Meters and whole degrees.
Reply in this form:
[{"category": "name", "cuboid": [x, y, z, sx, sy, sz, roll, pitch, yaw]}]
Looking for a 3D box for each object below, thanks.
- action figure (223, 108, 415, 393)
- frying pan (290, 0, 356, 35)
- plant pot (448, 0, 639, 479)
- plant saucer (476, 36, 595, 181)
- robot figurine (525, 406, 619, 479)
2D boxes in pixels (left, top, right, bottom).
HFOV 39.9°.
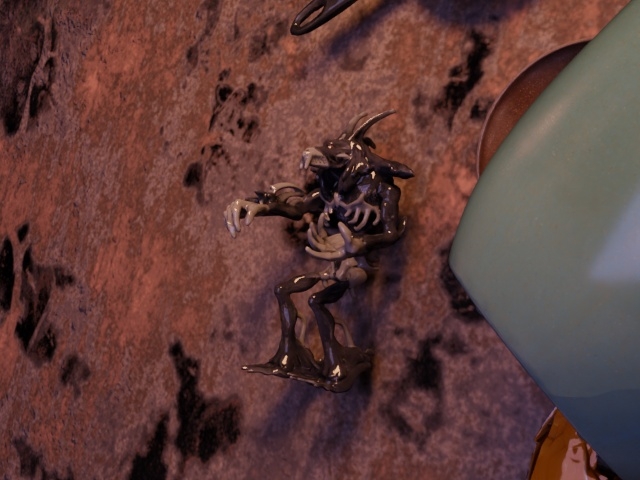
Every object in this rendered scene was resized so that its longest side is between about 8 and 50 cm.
[{"category": "action figure", "cuboid": [0.000, 0.000, 0.842, 0.164, 0.141, 0.276, 7, 87, 49]}, {"category": "frying pan", "cuboid": [0.125, -0.282, 0.851, 0.326, 0.053, 0.197, -53, 54, 17]}, {"category": "plant pot", "cuboid": [0.223, 0.008, 0.541, 0.235, 0.293, 0.293, -40, 59, 9]}, {"category": "plant saucer", "cuboid": [0.228, -0.071, 0.745, 0.198, 0.036, 0.199, -8, 76, 35]}, {"category": "robot figurine", "cuboid": [0.223, 0.242, 0.659, 0.211, 0.085, 0.291, 20, 93, 38]}]
